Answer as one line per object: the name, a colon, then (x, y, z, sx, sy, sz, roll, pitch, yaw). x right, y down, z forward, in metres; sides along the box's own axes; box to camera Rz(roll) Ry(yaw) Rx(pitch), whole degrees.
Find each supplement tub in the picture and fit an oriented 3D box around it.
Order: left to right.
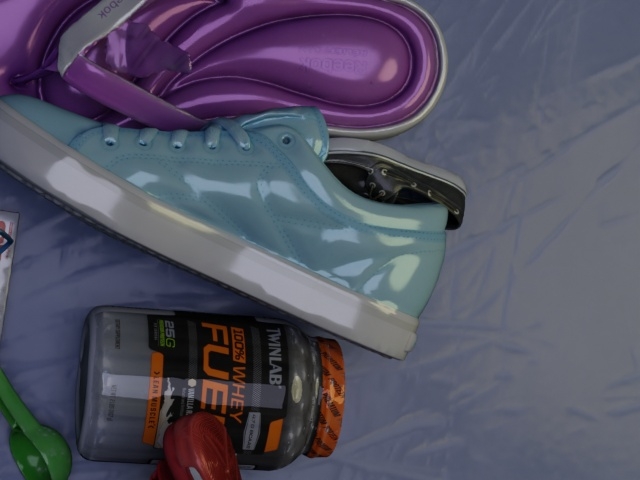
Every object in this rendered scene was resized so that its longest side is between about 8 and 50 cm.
supplement tub: (-0.084, 0.112, 1.180, 0.190, 0.117, 0.117, 4, 87, -13)

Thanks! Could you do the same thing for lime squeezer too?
lime squeezer: (-0.234, 0.199, 1.156, 0.110, 0.059, 0.310, 8, 88, -54)

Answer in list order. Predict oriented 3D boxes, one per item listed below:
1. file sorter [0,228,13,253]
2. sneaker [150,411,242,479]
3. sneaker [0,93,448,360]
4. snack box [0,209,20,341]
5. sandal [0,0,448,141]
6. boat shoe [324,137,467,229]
file sorter: (-0.311, -0.037, 1.118, 0.104, 0.118, 0.170, -37, 89, -8)
sneaker: (-0.116, 0.206, 1.131, 0.128, 0.221, 0.087, -10, 48, 2)
sneaker: (-0.072, -0.047, 1.163, 0.366, 0.135, 0.150, 26, 85, -17)
snack box: (-0.271, 0.062, 1.186, 0.064, 0.022, 0.178, 8, 86, -12)
sandal: (-0.099, -0.150, 1.193, 0.416, 0.102, 0.169, -4, 89, -13)
boat shoe: (0.053, -0.044, 1.243, 0.142, 0.049, 0.040, 14, 53, -19)
